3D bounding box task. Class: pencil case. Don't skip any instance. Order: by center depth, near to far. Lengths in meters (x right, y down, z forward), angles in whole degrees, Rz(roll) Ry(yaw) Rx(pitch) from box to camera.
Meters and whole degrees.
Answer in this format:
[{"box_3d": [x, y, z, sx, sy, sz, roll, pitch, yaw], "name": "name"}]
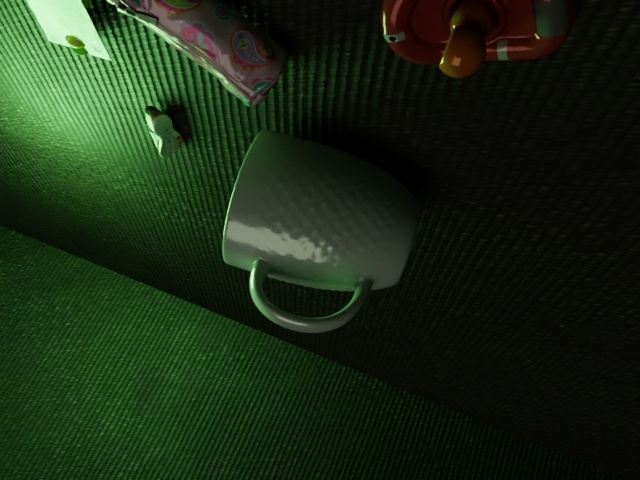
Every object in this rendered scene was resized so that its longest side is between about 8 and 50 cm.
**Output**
[{"box_3d": [-0.189, -0.335, 0.958, 0.284, 0.124, 0.124, 33, 153, -20], "name": "pencil case"}]

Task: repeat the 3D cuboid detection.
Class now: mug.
[{"box_3d": [0.000, 0.000, 1.139, 0.328, 0.373, 0.276, 16, 149, 4], "name": "mug"}]

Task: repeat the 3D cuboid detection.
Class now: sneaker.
[{"box_3d": [-0.360, -0.250, 1.362, 0.065, 0.061, 0.158, 47, 159, 17], "name": "sneaker"}]

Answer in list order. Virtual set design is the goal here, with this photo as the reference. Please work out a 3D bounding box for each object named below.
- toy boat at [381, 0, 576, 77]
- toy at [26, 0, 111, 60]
[{"box_3d": [0.181, -0.261, 0.734, 0.231, 0.151, 0.151, 8, 149, 31], "name": "toy boat"}, {"box_3d": [-0.465, -0.431, 1.090, 0.137, 0.056, 0.237, 19, 159, 3], "name": "toy"}]
